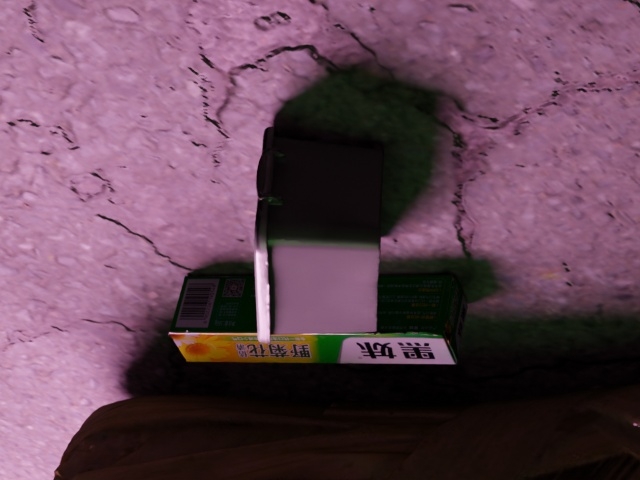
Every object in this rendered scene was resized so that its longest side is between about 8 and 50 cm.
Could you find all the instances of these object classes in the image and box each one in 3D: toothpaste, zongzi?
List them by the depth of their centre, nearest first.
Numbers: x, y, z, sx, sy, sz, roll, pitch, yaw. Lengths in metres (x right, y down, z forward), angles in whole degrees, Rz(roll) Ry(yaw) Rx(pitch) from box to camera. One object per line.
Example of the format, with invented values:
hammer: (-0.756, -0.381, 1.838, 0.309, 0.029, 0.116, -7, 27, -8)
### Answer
toothpaste: (-0.003, 0.048, 1.192, 0.178, 0.043, 0.037, -1, 144, 20)
zongzi: (0.036, 0.113, 1.237, 0.500, 0.218, 0.467, 29, 114, 6)

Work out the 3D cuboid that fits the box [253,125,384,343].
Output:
box: (0.000, 0.000, 1.093, 0.069, 0.084, 0.122, 4, 146, 2)
